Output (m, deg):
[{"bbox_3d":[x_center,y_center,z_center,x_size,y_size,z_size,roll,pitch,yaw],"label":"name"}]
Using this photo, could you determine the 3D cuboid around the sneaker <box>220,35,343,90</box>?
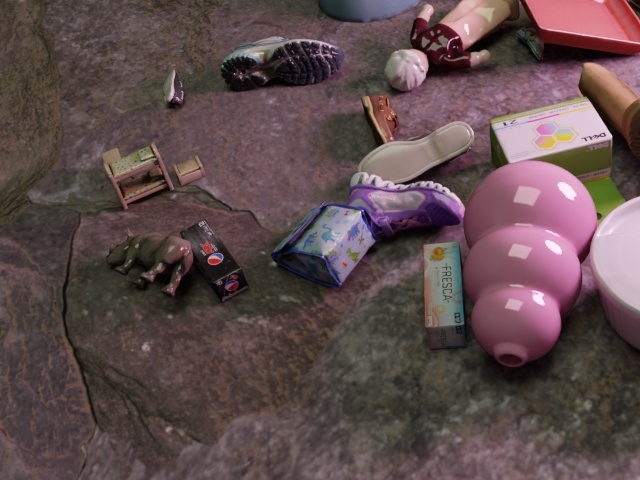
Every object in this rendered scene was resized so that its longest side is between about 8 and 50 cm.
[{"bbox_3d":[-0.084,-0.427,2.006,0.283,0.110,0.122,-2,41,14],"label":"sneaker"}]

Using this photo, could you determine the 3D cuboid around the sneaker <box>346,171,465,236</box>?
[{"bbox_3d":[0.141,-0.048,1.565,0.236,0.095,0.104,10,55,32],"label":"sneaker"}]

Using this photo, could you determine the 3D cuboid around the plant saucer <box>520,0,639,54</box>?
[{"bbox_3d":[0.541,-0.476,1.859,0.259,0.048,0.258,6,42,-12],"label":"plant saucer"}]

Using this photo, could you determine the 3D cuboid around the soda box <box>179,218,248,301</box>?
[{"bbox_3d":[-0.195,0.034,1.597,0.060,0.053,0.169,-28,44,-12],"label":"soda box"}]

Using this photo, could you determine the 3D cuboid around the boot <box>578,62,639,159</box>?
[{"bbox_3d":[0.532,-0.233,1.551,0.089,0.236,0.269,-37,44,12],"label":"boot"}]

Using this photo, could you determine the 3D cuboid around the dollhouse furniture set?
[{"bbox_3d":[-0.358,-0.179,1.831,0.182,0.101,0.161,-24,43,-9],"label":"dollhouse furniture set"}]

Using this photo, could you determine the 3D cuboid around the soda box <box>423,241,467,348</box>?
[{"bbox_3d":[0.201,0.086,1.424,0.063,0.058,0.183,-5,45,11],"label":"soda box"}]

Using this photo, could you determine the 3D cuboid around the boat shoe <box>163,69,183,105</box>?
[{"bbox_3d":[-0.340,-0.356,2.057,0.046,0.038,0.125,-51,30,24],"label":"boat shoe"}]

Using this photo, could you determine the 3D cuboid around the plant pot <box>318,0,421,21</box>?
[{"bbox_3d":[0.118,-0.698,2.161,0.290,0.195,0.290,-8,44,8],"label":"plant pot"}]

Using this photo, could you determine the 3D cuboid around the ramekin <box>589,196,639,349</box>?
[{"bbox_3d":[0.538,0.058,1.303,0.273,0.127,0.273,-9,44,8],"label":"ramekin"}]

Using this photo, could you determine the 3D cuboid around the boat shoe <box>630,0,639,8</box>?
[{"bbox_3d":[0.730,-0.504,1.867,0.073,0.073,0.207,-33,45,-22],"label":"boat shoe"}]

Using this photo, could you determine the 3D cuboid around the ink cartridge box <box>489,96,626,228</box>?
[{"bbox_3d":[0.424,-0.125,1.549,0.189,0.097,0.255,-14,42,2],"label":"ink cartridge box"}]

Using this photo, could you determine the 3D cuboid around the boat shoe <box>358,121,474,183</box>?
[{"bbox_3d":[0.182,-0.157,1.678,0.228,0.068,0.081,-20,83,2],"label":"boat shoe"}]

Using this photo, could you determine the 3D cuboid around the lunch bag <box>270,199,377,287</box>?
[{"bbox_3d":[0.000,0.000,1.554,0.151,0.096,0.129,11,50,45],"label":"lunch bag"}]

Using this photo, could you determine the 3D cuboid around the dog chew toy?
[{"bbox_3d":[0.311,0.039,1.348,0.206,0.206,0.332,3,54,19],"label":"dog chew toy"}]

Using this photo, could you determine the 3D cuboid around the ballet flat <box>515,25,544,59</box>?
[{"bbox_3d":[0.458,-0.430,1.891,0.041,0.041,0.114,-19,42,-3],"label":"ballet flat"}]

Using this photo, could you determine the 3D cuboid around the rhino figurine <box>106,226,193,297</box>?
[{"bbox_3d":[-0.321,0.029,1.619,0.243,0.073,0.106,12,62,47],"label":"rhino figurine"}]

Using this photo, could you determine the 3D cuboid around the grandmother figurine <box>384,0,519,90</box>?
[{"bbox_3d":[0.281,-0.436,1.916,0.342,0.104,0.208,-36,51,-17],"label":"grandmother figurine"}]

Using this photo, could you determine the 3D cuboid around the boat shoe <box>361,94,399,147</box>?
[{"bbox_3d":[0.129,-0.244,1.783,0.060,0.064,0.178,-17,40,2],"label":"boat shoe"}]
